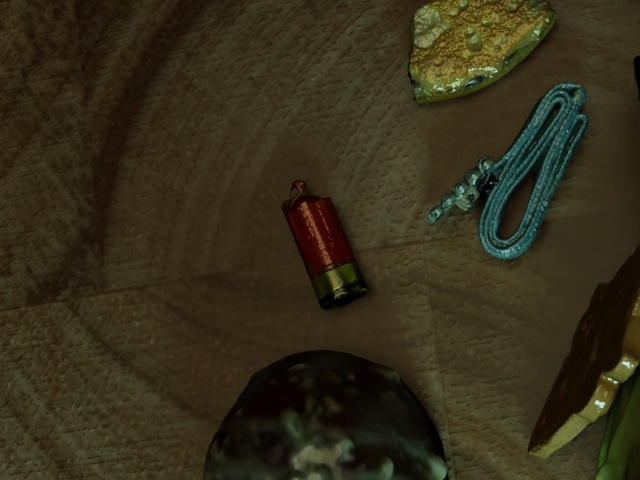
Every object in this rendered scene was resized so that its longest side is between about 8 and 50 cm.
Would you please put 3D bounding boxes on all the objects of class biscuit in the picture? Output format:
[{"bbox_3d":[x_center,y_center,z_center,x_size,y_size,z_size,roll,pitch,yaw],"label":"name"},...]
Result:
[{"bbox_3d":[0.248,0.100,1.141,0.035,0.162,0.250,26,119,-1],"label":"biscuit"}]

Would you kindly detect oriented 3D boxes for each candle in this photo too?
[{"bbox_3d":[0.000,0.000,1.259,0.052,0.052,0.131,-26,77,9],"label":"candle"}]

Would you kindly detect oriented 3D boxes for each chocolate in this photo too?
[{"bbox_3d":[-0.001,0.266,1.142,0.225,0.210,0.340,-3,82,15],"label":"chocolate"}]

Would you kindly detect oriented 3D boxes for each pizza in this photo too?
[{"bbox_3d":[0.147,-0.198,1.257,0.160,0.036,0.099,-31,77,7],"label":"pizza"}]

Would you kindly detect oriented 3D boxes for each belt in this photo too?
[{"bbox_3d":[0.185,-0.073,1.222,0.100,0.065,0.179,29,88,7],"label":"belt"}]

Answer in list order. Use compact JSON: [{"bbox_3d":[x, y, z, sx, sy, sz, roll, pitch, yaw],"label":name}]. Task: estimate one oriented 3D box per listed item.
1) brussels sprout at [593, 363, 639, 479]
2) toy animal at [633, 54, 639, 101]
[{"bbox_3d":[0.379,0.160,1.035,0.247,0.328,0.328,17,86,-11],"label":"brussels sprout"},{"bbox_3d":[0.392,-0.087,1.105,0.235,0.187,0.165,-3,93,15],"label":"toy animal"}]
